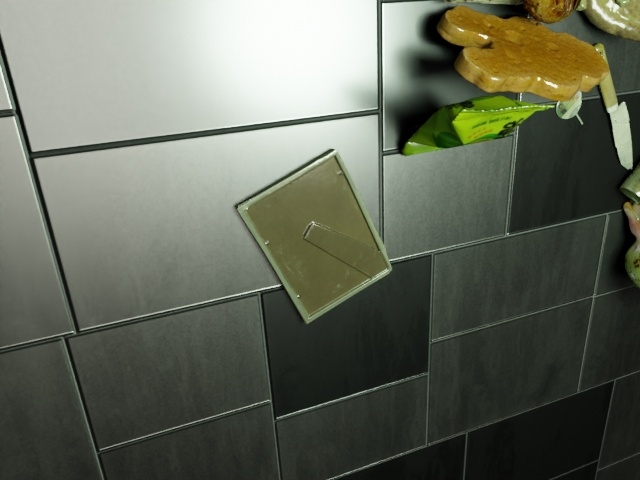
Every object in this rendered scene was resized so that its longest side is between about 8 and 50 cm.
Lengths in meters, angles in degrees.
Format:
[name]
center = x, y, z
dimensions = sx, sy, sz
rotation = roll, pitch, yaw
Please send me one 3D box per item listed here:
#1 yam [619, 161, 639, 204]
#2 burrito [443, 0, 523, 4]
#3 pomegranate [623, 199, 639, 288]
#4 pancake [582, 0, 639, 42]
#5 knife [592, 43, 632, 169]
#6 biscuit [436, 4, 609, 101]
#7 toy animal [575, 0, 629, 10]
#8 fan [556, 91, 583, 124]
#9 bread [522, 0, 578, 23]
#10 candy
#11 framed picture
[yam]
center = 0.689, -0.154, 1.103
dimensions = 0.068, 0.068, 0.169
rotation = 32, 97, -30
[burrito]
center = 0.264, -0.395, 0.843
dimensions = 0.171, 0.042, 0.051
rotation = -9, 106, -17
[pomegranate]
center = 0.734, 0.009, 1.138
dimensions = 0.214, 0.214, 0.247
rotation = -37, 82, -5
[pancake]
center = 0.553, -0.454, 0.843
dimensions = 0.288, 0.033, 0.286
rotation = 9, 123, 18
[knife]
center = 0.573, -0.249, 1.045
dimensions = 0.047, 0.017, 0.297
rotation = -40, 120, -12
[biscuit]
center = 0.322, -0.285, 0.845
dimensions = 0.295, 0.185, 0.044
rotation = 3, 148, -20
[toy animal]
center = 0.410, -0.385, 0.806
dimensions = 0.220, 0.069, 0.086
rotation = -23, 106, -42
[fan]
center = 0.464, -0.244, 1.009
dimensions = 0.060, 0.003, 0.080
rotation = -24, 118, -11
[bread]
center = 0.356, -0.425, 0.824
dimensions = 0.193, 0.064, 0.193
rotation = -21, 118, -47
[candy]
center = 0.223, -0.177, 0.807
dimensions = 0.149, 0.246, 0.069
rotation = -14, 97, -10
[framed picture]
center = 0.000, 0.000, 0.902
dimensions = 0.189, 0.023, 0.260
rotation = -33, 120, -7
